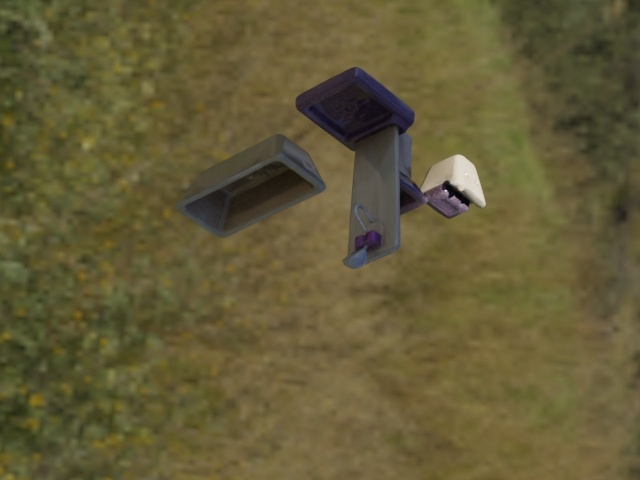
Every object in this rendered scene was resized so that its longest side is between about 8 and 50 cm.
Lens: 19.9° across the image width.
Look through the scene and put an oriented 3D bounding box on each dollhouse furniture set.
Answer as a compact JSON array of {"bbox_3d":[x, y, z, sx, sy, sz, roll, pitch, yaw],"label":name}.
[{"bbox_3d":[0.000,0.000,0.790,0.091,0.114,0.081,35,44,-38],"label":"dollhouse furniture set"}]
